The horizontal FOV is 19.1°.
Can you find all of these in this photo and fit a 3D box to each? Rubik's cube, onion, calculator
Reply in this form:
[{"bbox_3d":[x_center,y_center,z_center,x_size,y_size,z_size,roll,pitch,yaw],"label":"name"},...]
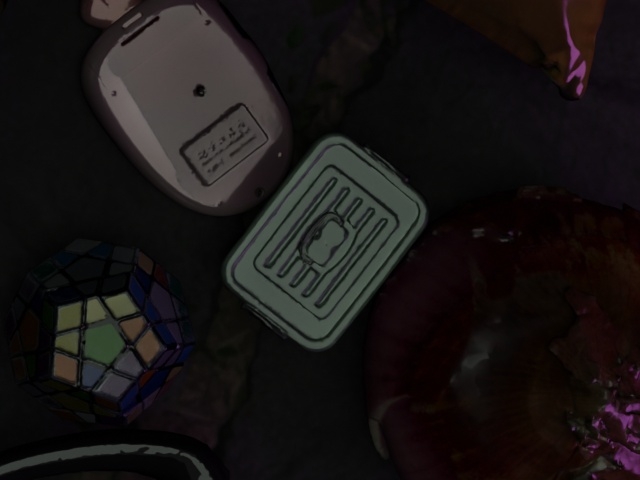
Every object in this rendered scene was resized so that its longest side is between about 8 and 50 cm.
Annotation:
[{"bbox_3d":[-0.128,0.054,1.099,0.111,0.111,0.093,-15,126,-10],"label":"Rubik's cube"},{"bbox_3d":[0.138,0.078,1.122,0.230,0.163,0.230,0,93,-3],"label":"onion"},{"bbox_3d":[-0.082,-0.089,1.129,0.103,0.024,0.166,-38,102,-5],"label":"calculator"}]

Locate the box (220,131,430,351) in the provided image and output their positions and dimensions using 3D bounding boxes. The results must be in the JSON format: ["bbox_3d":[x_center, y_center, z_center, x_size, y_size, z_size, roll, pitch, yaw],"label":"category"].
[{"bbox_3d":[0.000,0.000,1.130,0.084,0.069,0.122,39,87,-6],"label":"box"}]

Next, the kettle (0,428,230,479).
[{"bbox_3d":[-0.152,0.216,1.097,0.232,0.144,0.202,-11,89,-16],"label":"kettle"}]

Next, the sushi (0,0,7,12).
[{"bbox_3d":[-0.273,-0.062,0.950,0.178,0.294,0.352,30,115,-9],"label":"sushi"}]

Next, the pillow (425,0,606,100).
[{"bbox_3d":[0.080,-0.285,1.093,0.310,0.119,0.312,25,89,-16],"label":"pillow"}]
